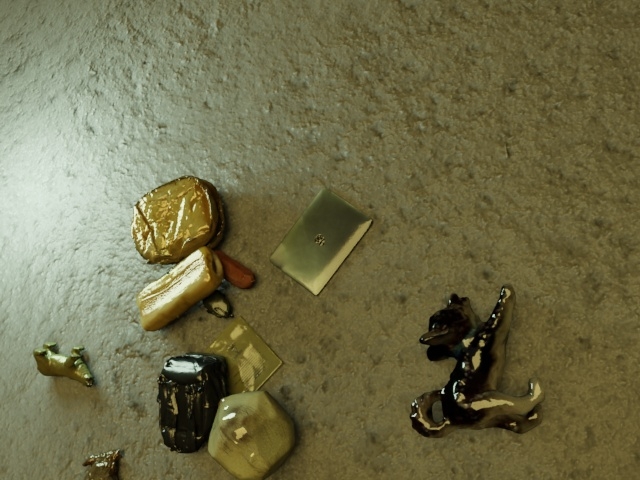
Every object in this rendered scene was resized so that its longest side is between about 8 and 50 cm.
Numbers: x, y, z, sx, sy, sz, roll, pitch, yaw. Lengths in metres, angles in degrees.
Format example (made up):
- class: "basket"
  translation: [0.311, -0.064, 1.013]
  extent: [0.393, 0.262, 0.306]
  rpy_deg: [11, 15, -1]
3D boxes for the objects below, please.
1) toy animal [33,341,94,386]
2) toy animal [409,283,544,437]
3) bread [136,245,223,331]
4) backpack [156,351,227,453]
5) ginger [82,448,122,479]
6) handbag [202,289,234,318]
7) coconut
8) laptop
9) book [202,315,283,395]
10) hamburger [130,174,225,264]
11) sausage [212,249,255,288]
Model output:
- class: "toy animal"
  translation: [-0.751, 0.368, 1.739]
  extent: [0.219, 0.103, 0.101]
  rpy_deg: [3, 94, 15]
- class: "toy animal"
  translation: [0.335, 0.283, 1.378]
  extent: [0.303, 0.194, 0.344]
  rpy_deg: [-13, 65, 7]
- class: "bread"
  translation: [-0.395, 0.142, 1.665]
  extent: [0.305, 0.091, 0.142]
  rpy_deg: [-34, 63, 21]
- class: "backpack"
  translation: [-0.348, 0.434, 1.574]
  extent: [0.206, 0.133, 0.258]
  rpy_deg: [0, 84, 25]
- class: "ginger"
  translation: [-0.575, 0.717, 1.586]
  extent: [0.122, 0.084, 0.290]
  rpy_deg: [-8, 66, -9]
- class: "handbag"
  translation: [-0.292, 0.183, 1.672]
  extent: [0.111, 0.047, 0.072]
  rpy_deg: [39, 83, 24]
- class: "coconut"
  translation: [-0.179, 0.479, 1.470]
  extent: [0.224, 0.224, 0.224]
  rpy_deg: [-5, 72, 15]
- class: "laptop"
  translation: [0.000, 0.000, 1.660]
  extent: [0.188, 0.015, 0.269]
  rpy_deg: [35, 86, 23]
- class: "book"
  translation: [-0.221, 0.330, 1.625]
  extent: [0.168, 0.013, 0.192]
  rpy_deg: [-46, 67, -1]
- class: "hamburger"
  translation: [-0.420, -0.057, 1.737]
  extent: [0.283, 0.144, 0.259]
  rpy_deg: [-15, 72, 8]
- class: "sausage"
  translation: [-0.250, 0.089, 1.683]
  extent: [0.169, 0.065, 0.065]
  rpy_deg: [31, 84, 23]
